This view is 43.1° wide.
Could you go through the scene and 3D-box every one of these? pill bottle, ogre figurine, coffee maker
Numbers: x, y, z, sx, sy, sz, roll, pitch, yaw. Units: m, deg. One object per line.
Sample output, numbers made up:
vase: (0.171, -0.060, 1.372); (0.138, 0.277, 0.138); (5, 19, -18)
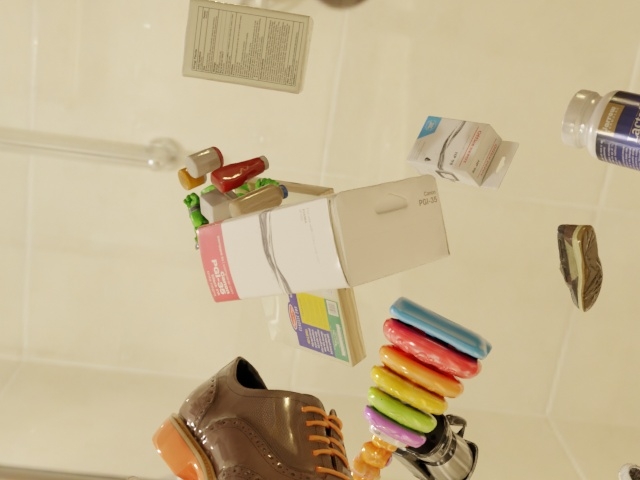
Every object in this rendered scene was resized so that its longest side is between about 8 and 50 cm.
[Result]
pill bottle: (0.648, -0.225, 1.675); (0.153, 0.264, 0.153); (-29, -51, -42)
ogre figurine: (-0.168, -0.045, 1.473); (0.097, 0.197, 0.118); (66, -155, -69)
coffee maker: (0.164, 0.348, 1.397); (0.178, 0.171, 0.120); (50, -142, -46)

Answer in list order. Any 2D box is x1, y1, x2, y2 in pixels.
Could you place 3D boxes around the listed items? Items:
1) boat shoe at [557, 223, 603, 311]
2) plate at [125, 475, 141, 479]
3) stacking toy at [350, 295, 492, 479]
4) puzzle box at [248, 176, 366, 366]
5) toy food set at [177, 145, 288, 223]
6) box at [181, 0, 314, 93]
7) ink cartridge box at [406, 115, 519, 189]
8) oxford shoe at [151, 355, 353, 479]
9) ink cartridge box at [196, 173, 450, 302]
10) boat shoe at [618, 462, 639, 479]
boat shoe: (0.365, 0.035, 1.150); (0.049, 0.056, 0.152); (23, 140, 42)
plate: (-0.220, 0.486, 1.004); (0.045, 0.278, 0.277); (-26, 21, 33)
stacking toy: (0.125, 0.252, 1.242); (0.302, 0.165, 0.175); (-63, -7, -2)
puzzle box: (-0.045, 0.066, 1.787); (0.052, 0.272, 0.409); (-30, -61, -38)
toy food set: (-0.133, -0.085, 1.334); (0.232, 0.104, 0.111); (40, 144, 36)
box: (-0.139, -0.377, 1.576); (0.127, 0.232, 0.149); (-77, -4, -76)
ink cartridge box: (0.260, -0.164, 1.493); (0.180, 0.060, 0.104); (17, 76, 44)
oxford shoe: (-0.025, 0.201, 0.701); (0.133, 0.130, 0.363); (-54, 38, -10)
ink cartridge box: (0.000, 0.000, 1.102); (0.283, 0.207, 0.117); (-9, 93, 48)
boat shoe: (0.622, 0.472, 1.457); (0.184, 0.066, 0.063); (49, 175, 19)
